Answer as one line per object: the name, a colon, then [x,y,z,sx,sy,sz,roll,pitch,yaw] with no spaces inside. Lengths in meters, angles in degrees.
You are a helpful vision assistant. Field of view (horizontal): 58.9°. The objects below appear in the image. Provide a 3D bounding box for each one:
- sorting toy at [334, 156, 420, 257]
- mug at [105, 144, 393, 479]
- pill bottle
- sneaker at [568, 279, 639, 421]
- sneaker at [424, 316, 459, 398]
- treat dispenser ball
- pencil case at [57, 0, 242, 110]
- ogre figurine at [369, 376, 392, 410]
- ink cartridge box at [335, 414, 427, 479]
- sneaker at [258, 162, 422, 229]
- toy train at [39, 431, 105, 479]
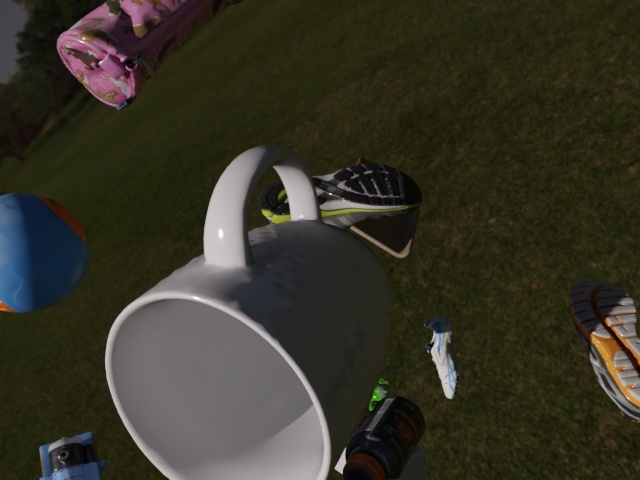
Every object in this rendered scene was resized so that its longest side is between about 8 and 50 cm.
sorting toy: [0.124,-0.087,1.345,0.041,0.229,0.307,-61,1,35]
mug: [-0.053,0.072,0.697,0.276,0.374,0.328,4,23,24]
pill bottle: [0.137,0.459,1.261,0.130,0.130,0.246,-28,1,31]
sneaker: [0.390,0.143,0.761,0.084,0.083,0.215,-8,44,6]
sneaker: [0.346,0.335,1.617,0.086,0.237,0.085,-9,3,9]
treat dispenser ball: [-0.710,0.030,1.360,0.288,0.288,0.288,-35,26,20]
pencil case: [-0.293,-0.415,1.043,0.386,0.167,0.160,-57,2,-29]
ogre figurine: [0.141,0.437,1.632,0.118,0.197,0.097,14,44,17]
ink cartridge box: [0.184,0.708,1.852,0.197,0.114,0.273,-14,23,-42]
sneaker: [0.041,-0.063,1.068,0.300,0.121,0.111,-5,54,2]
toy train: [-0.288,0.318,0.672,0.105,0.080,0.184,115,139,-54]
